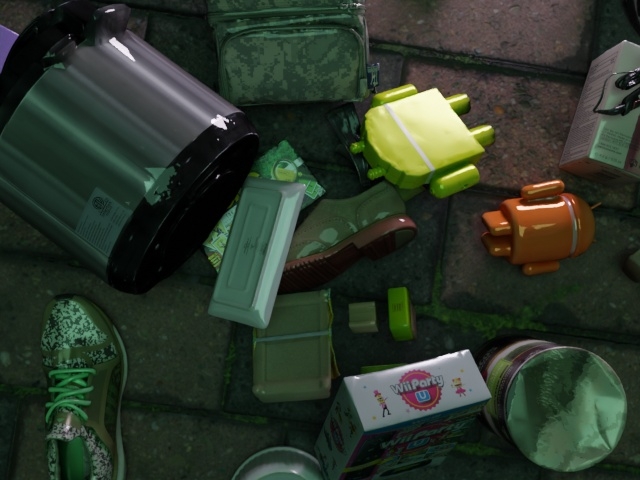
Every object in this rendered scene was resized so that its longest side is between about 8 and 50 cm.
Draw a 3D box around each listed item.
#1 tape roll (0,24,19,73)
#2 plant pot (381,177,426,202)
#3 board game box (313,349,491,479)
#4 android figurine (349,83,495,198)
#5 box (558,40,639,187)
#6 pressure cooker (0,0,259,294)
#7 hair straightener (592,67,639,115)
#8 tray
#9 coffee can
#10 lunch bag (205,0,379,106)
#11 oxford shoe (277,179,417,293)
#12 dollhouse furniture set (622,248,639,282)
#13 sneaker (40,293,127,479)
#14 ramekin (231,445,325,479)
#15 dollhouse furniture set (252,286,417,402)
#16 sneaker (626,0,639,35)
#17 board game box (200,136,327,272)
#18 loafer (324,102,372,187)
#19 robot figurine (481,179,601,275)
[{"bbox_3d":[-0.594,-0.338,1.384,0.189,0.189,0.080,23,85,-2],"label":"tape roll"},{"bbox_3d":[0.145,-0.098,1.478,0.079,0.083,0.083,-44,90,9],"label":"plant pot"},{"bbox_3d":[0.128,0.314,1.320,0.224,0.303,0.097,-10,56,-17],"label":"board game box"},{"bbox_3d":[0.185,-0.187,1.438,0.273,0.056,0.248,-24,67,-24],"label":"android figurine"},{"bbox_3d":[0.565,-0.232,1.467,0.127,0.148,0.232,19,87,-3],"label":"box"},{"bbox_3d":[-0.358,-0.165,1.288,0.420,0.375,0.369,36,80,5],"label":"pressure cooker"},{"bbox_3d":[0.582,-0.291,1.379,0.231,0.047,0.089,-26,90,-1],"label":"hair straightener"},{"bbox_3d":[-0.123,0.014,1.401,0.145,0.030,0.270,10,82,33],"label":"tray"},{"bbox_3d":[0.384,0.275,1.371,0.202,0.275,0.201,0,87,-4],"label":"coffee can"},{"bbox_3d":[-0.053,-0.374,1.417,0.305,0.212,0.255,-4,104,-3],"label":"lunch bag"},{"bbox_3d":[0.000,0.000,1.447,0.349,0.123,0.130,-21,66,6],"label":"oxford shoe"},{"bbox_3d":[0.741,0.060,1.494,0.212,0.161,0.242,-42,68,-4],"label":"dollhouse furniture set"},{"bbox_3d":[-0.426,0.296,1.369,0.158,0.182,0.409,-8,88,-3],"label":"sneaker"},{"bbox_3d":[-0.071,0.489,1.418,0.207,0.109,0.207,0,88,-4],"label":"ramekin"},{"bbox_3d":[0.030,0.206,1.460,0.302,0.151,0.197,-7,67,13],"label":"dollhouse furniture set"},{"bbox_3d":[0.657,-0.502,1.508,0.121,0.111,0.299,-29,91,-8],"label":"sneaker"},{"bbox_3d":[-0.130,-0.066,1.480,0.260,0.030,0.136,-38,88,-4],"label":"board game box"},{"bbox_3d":[0.057,-0.178,1.485,0.061,0.062,0.170,-17,80,7],"label":"loafer"},{"bbox_3d":[0.417,-0.021,1.462,0.220,0.128,0.158,-7,77,-3],"label":"robot figurine"}]
